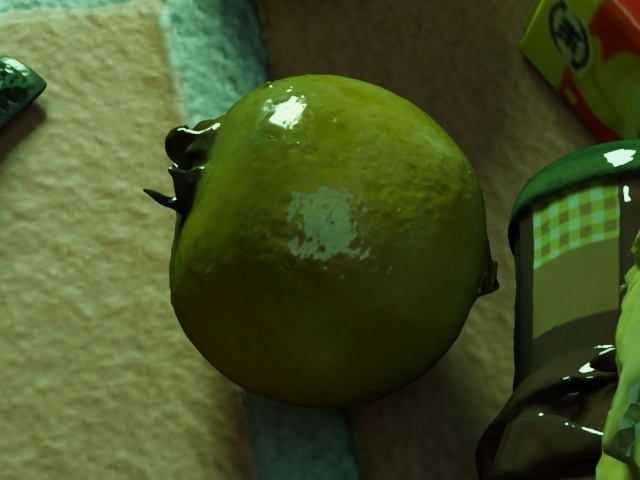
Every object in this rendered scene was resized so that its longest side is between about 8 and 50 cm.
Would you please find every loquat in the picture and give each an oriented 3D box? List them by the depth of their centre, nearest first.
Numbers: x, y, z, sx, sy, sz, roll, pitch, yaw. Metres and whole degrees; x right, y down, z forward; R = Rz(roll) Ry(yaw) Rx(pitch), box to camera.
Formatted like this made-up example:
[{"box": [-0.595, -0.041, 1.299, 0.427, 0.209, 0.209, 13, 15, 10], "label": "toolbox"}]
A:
[{"box": [0.000, 0.000, 0.815, 0.163, 0.137, 0.163, 2, 78, -7], "label": "loquat"}]

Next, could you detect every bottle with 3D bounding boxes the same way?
[{"box": [0.139, 0.100, 0.786, 0.156, 0.143, 0.271, 35, 49, -37], "label": "bottle"}]

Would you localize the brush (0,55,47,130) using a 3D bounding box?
[{"box": [-0.204, -0.028, 0.862, 0.034, 0.027, 0.190, 37, 64, 14], "label": "brush"}]

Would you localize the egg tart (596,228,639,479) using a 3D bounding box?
[{"box": [0.273, 0.114, 0.673, 0.388, 0.169, 0.387, 17, 58, -30], "label": "egg tart"}]

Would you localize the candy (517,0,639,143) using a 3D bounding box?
[{"box": [0.242, -0.056, 0.912, 0.146, 0.088, 0.276, -29, 70, -23], "label": "candy"}]
